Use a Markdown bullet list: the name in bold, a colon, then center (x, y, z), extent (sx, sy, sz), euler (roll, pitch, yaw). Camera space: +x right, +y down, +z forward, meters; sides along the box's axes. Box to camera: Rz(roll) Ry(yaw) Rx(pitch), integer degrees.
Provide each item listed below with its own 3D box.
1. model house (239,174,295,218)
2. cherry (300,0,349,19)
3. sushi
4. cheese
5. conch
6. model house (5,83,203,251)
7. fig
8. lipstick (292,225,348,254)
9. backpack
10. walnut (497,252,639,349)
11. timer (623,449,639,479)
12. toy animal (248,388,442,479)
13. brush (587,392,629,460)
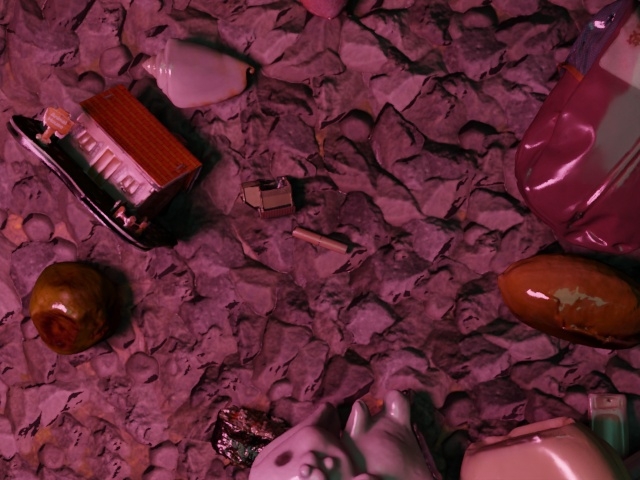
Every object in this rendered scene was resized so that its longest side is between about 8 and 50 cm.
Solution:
- **model house**: center (-0.087, -0.068, 1.131), extent (0.083, 0.057, 0.058), euler (-13, 118, -10)
- **cherry**: center (-0.001, -0.416, 1.081), extent (0.106, 0.087, 0.127), euler (3, 111, 2)
- **sushi**: center (-0.104, 0.328, 1.131), extent (0.150, 0.090, 0.078), euler (21, 99, 5)
- **cheese**: center (0.326, 0.386, 1.000), extent (0.266, 0.127, 0.233), euler (-34, 61, 41)
- **conch**: center (-0.203, -0.275, 1.133), extent (0.176, 0.094, 0.105), euler (5, 79, -18)
- **model house**: center (-0.311, -0.135, 1.082), extent (0.294, 0.207, 0.154), euler (44, 95, 4)
- **fig**: center (-0.414, 0.106, 1.153), extent (0.144, 0.154, 0.166), euler (-49, 54, 22)
- **lipstick**: center (0.000, 0.000, 1.134), extent (0.094, 0.019, 0.019), euler (21, 96, 7)
- **backpack**: center (0.431, -0.139, 0.977), extent (0.283, 0.197, 0.317), euler (34, 103, 4)
- **walnut**: center (0.386, 0.089, 1.025), extent (0.245, 0.137, 0.137), euler (16, 95, 16)
- **timer**: center (0.555, 0.412, 1.015), extent (0.261, 0.087, 0.237), euler (-29, 88, -5)
- **toy animal**: center (0.035, 0.349, 1.037), extent (0.289, 0.249, 0.174), euler (17, 130, -14)
- **brush**: center (0.452, 0.402, 1.077), extent (0.060, 0.050, 0.321), euler (-1, 85, 11)
